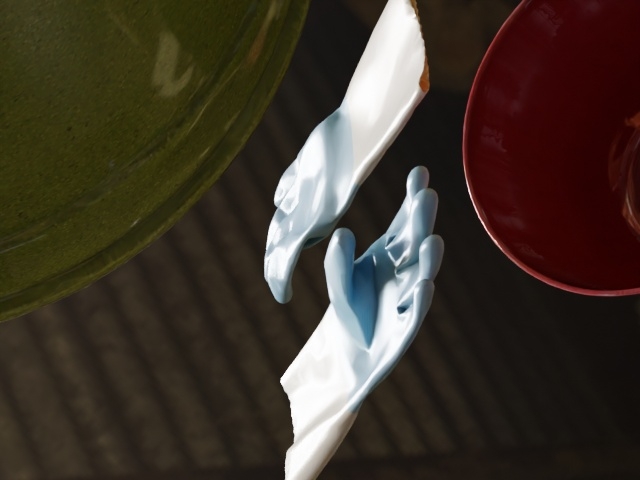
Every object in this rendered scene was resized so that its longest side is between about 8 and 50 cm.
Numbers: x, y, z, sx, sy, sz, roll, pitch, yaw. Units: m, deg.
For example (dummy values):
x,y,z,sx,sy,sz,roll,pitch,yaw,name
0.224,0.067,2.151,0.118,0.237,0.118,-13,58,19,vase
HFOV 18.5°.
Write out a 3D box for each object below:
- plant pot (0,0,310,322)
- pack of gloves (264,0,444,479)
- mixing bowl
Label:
x,y,z,sx,sy,sz,roll,pitch,yaw,name
-0.179,-0.170,0.625,0.366,0.366,0.353,48,172,7,plant pot
0.000,0.000,1.076,0.046,0.232,0.195,6,-127,-21,pack of gloves
0.170,-0.047,0.953,0.098,0.181,0.181,29,-151,-52,mixing bowl
